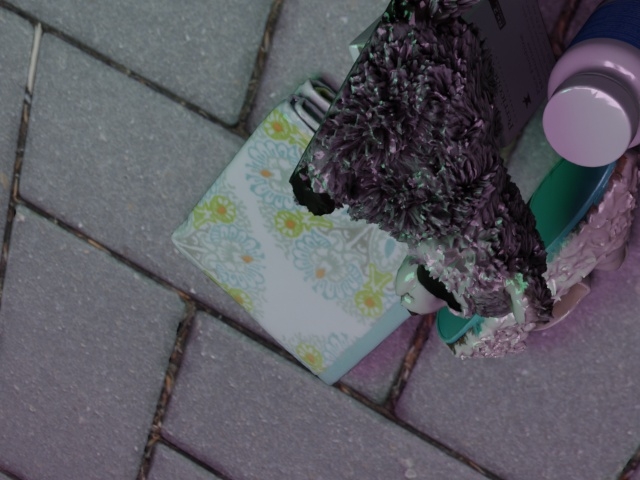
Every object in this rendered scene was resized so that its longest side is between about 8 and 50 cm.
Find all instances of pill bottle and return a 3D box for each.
[{"bbox_3d":[0.309,-0.170,1.404,0.124,0.221,0.124,16,128,22],"label":"pill bottle"}]

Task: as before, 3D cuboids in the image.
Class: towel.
[{"bbox_3d":[0.000,0.000,1.806,0.320,0.090,0.374,44,133,1],"label":"towel"}]

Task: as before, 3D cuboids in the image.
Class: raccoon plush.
[{"bbox_3d":[0.167,-0.106,1.312,0.299,0.216,0.446,29,132,-3],"label":"raccoon plush"}]

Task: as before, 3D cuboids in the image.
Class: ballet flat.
[{"bbox_3d":[0.288,0.015,1.634,0.147,0.147,0.409,39,136,1],"label":"ballet flat"}]

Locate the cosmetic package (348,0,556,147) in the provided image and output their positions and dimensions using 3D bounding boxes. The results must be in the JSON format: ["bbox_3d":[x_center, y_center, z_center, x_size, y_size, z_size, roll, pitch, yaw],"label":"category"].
[{"bbox_3d":[0.153,-0.199,1.503,0.151,0.183,0.151,-7,118,34],"label":"cosmetic package"}]
